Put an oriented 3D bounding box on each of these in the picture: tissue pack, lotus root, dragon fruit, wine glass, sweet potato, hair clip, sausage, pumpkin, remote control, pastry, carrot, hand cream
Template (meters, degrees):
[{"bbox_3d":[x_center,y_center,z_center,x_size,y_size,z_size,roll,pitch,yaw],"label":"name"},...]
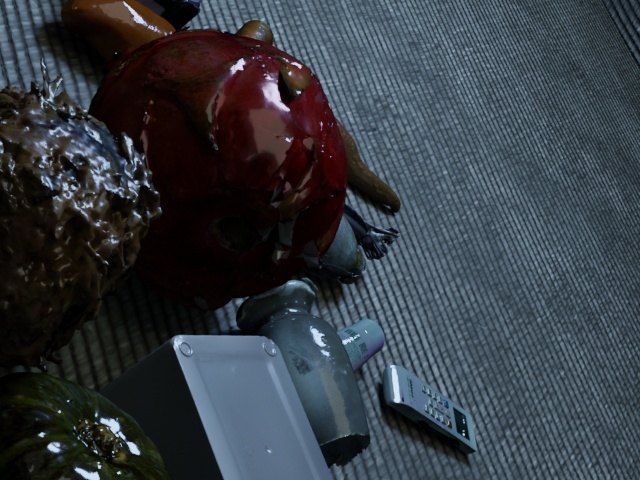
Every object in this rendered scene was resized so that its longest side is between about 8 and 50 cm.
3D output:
[{"bbox_3d":[-0.092,0.227,1.203,0.159,0.136,0.246,7,53,-51],"label":"tissue pack"},{"bbox_3d":[0.001,0.001,1.620,0.165,0.088,0.088,44,30,-28],"label":"lotus root"},{"bbox_3d":[-0.114,-0.080,1.357,0.295,0.295,0.302,34,25,-29],"label":"dragon fruit"},{"bbox_3d":[-0.020,0.149,1.407,0.111,0.111,0.204,13,46,-48],"label":"wine glass"},{"bbox_3d":[0.049,-0.113,1.849,0.214,0.050,0.050,48,30,-17],"label":"sweet potato"},{"bbox_3d":[0.026,-0.042,1.692,0.172,0.049,0.116,40,-13,-14],"label":"hair clip"},{"bbox_3d":[-0.237,-0.249,1.552,0.179,0.089,0.089,34,35,-35],"label":"sausage"},{"bbox_3d":[-0.215,0.210,1.029,0.223,0.157,0.224,41,14,-13],"label":"pumpkin"},{"bbox_3d":[0.141,0.219,1.641,0.166,0.029,0.065,36,32,-35],"label":"remote control"},{"bbox_3d":[-0.243,-0.011,1.115,0.192,0.275,0.275,-8,60,-23],"label":"pastry"},{"bbox_3d":[-0.112,-0.258,1.776,0.055,0.055,0.161,46,38,-12],"label":"carrot"},{"bbox_3d":[0.013,0.144,1.536,0.076,0.047,0.174,56,39,5],"label":"hand cream"}]

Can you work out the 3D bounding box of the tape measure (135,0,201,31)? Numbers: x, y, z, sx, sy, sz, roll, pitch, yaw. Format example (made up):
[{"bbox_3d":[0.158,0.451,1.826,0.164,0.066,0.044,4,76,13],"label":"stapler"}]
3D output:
[{"bbox_3d":[-0.231,-0.352,1.644,0.178,0.105,0.196,32,25,-46],"label":"tape measure"}]
